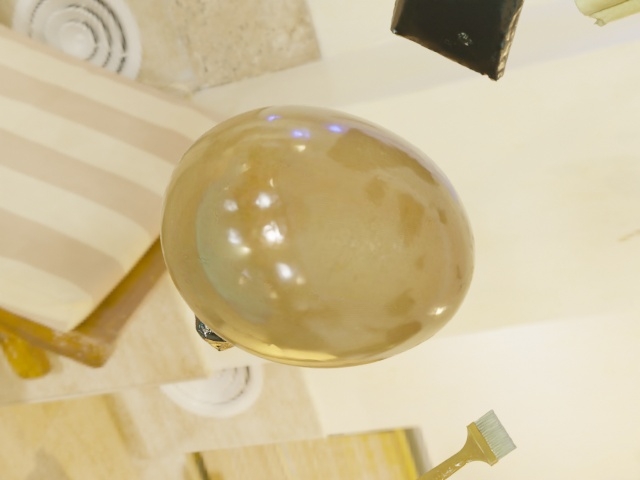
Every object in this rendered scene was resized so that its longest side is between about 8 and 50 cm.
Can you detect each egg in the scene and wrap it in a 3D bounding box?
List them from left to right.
[{"bbox_3d":[0.000,0.000,1.112,0.301,0.374,0.301,-162,-90,-82],"label":"egg"}]

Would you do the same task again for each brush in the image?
[{"bbox_3d":[0.301,0.489,2.116,0.013,0.272,0.103,21,33,-57],"label":"brush"}]

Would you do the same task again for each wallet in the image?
[{"bbox_3d":[0.154,-0.296,0.993,0.030,0.146,0.285,-49,161,-32],"label":"wallet"}]

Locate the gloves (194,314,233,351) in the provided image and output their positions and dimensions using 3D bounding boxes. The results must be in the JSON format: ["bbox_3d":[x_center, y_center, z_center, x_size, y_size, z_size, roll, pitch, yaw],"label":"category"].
[{"bbox_3d":[-0.087,0.058,1.638,0.152,0.301,0.197,30,27,-32],"label":"gloves"}]

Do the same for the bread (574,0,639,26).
[{"bbox_3d":[0.322,-0.264,0.843,0.060,0.178,0.139,51,47,-25],"label":"bread"}]
